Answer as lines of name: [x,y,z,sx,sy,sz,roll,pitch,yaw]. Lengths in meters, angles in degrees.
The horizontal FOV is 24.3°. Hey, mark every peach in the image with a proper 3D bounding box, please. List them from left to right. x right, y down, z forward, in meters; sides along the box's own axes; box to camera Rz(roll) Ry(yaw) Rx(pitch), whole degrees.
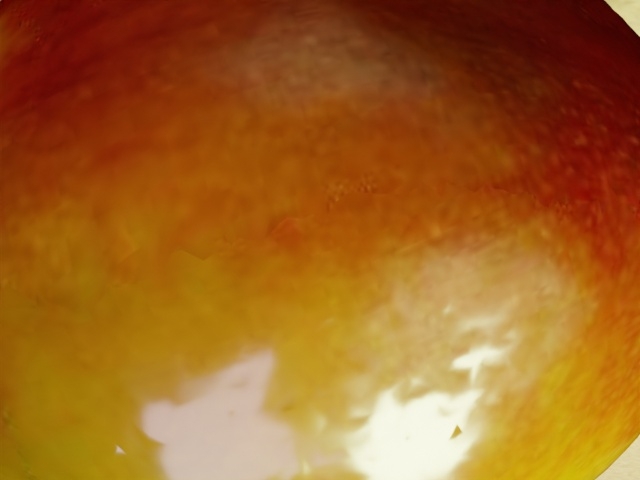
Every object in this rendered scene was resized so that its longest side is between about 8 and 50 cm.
peach: [0.000,0.000,0.615,0.332,0.308,0.308,-8,154,-2]
